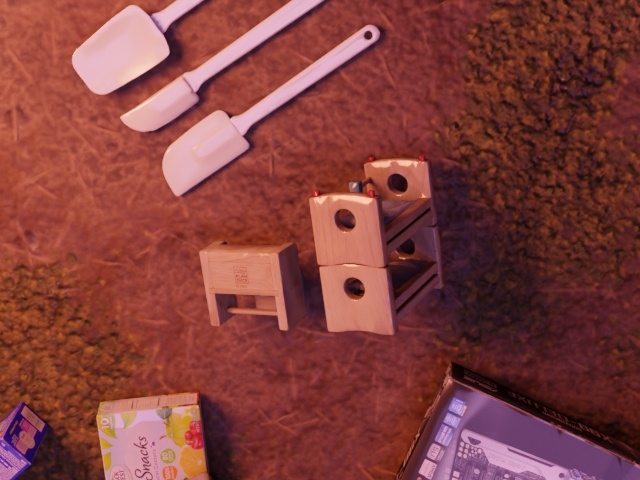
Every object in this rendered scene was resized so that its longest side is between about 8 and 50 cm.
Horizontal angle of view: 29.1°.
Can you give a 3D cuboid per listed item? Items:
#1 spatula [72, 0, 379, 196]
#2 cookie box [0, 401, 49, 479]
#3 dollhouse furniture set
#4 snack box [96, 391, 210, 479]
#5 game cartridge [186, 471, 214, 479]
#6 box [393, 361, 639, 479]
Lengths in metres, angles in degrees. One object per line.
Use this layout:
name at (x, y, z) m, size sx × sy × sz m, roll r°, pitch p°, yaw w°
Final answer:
spatula at (-0.083, -0.171, 1.110) m, size 0.242 × 0.019 × 0.168 m, roll -35°, pitch 105°, yaw 7°
cookie box at (-0.316, 0.216, 1.171) m, size 0.107 × 0.092 × 0.040 m, roll -42°, pitch 102°, yaw 9°
dollhouse furniture set at (0.000, 0.000, 1.132) m, size 0.184 × 0.129 × 0.129 m, roll 1°, pitch 108°, yaw 27°
snack box at (-0.161, 0.223, 1.211) m, size 0.100 × 0.037 × 0.141 m, roll -6°, pitch 108°, yaw -2°
game cartridge at (-0.117, 0.417, 1.242) m, size 0.230 × 0.068 × 0.355 m, roll -27°, pitch 114°, yaw 9°
box at (0.171, 0.309, 1.203) m, size 0.242 × 0.076 × 0.307 m, roll 26°, pitch 99°, yaw 3°
